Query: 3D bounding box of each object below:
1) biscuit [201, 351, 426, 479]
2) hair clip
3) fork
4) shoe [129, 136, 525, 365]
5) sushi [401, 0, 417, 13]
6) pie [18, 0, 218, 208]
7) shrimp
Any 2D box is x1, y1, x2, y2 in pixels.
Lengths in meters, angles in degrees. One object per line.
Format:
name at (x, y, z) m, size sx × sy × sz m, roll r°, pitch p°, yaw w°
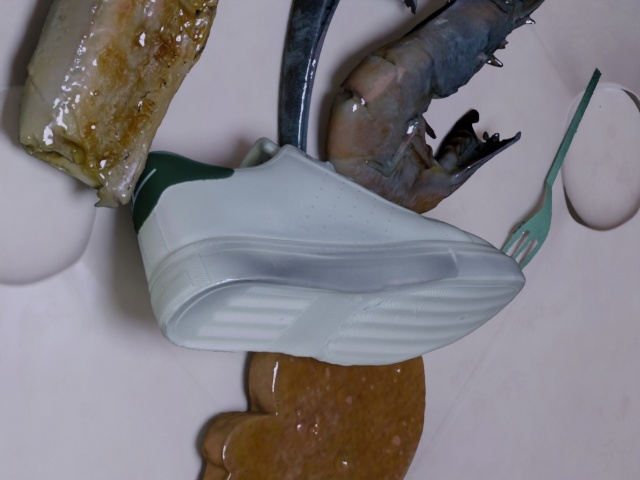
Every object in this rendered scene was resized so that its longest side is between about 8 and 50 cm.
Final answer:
biscuit at (-0.011, 0.172, 1.638) m, size 0.289 × 0.044 × 0.202 m, roll -54°, pitch 127°, yaw -25°
hair clip at (-0.010, -0.150, 1.621) m, size 0.070 × 0.039 × 0.229 m, roll 15°, pitch 87°, yaw -50°
fork at (0.226, -0.069, 1.871) m, size 0.039 × 0.021 × 0.235 m, roll 46°, pitch 63°, yaw -41°
shoe at (0.000, 0.000, 1.570) m, size 0.363 × 0.132 × 0.160 m, roll 3°, pitch 52°, yaw -41°
sushi at (0.043, -0.383, 1.578) m, size 0.320 × 0.068 × 0.339 m, roll 23°, pitch 78°, yaw -72°
pie at (-0.140, -0.165, 1.459) m, size 0.128 × 0.068 × 0.282 m, roll 29°, pitch 74°, yaw -41°
shrimp at (0.116, -0.121, 1.719) m, size 0.289 × 0.075 × 0.178 m, roll -43°, pitch 135°, yaw -36°
